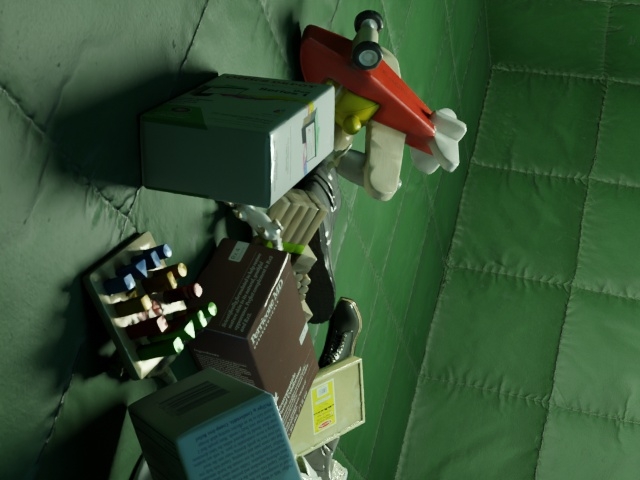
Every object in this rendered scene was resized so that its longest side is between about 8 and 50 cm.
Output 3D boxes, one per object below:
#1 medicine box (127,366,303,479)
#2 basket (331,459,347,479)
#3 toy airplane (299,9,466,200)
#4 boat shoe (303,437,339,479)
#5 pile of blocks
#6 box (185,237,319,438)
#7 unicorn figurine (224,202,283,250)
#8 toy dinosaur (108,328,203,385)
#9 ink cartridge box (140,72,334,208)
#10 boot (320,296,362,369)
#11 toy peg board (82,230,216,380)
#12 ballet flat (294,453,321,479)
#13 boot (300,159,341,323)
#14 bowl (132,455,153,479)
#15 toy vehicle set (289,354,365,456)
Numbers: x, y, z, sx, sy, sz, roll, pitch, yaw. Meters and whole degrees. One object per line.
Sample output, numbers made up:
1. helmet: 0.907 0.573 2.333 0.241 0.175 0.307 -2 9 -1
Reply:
1. medicine box: -0.134 0.355 1.322 0.149 0.263 0.289 -23 100 -23
2. basket: -0.014 0.616 2.268 0.103 0.113 0.167 66 36 -57
3. toy airplane: 0.114 -0.258 1.936 0.386 0.272 0.384 -10 72 -60
4. boat shoe: -0.031 0.507 2.197 0.116 0.123 0.324 136 -35 -60
5. pile of blocks: -0.090 0.037 1.788 0.113 0.148 0.362 -124 -148 -45
6. box: -0.117 0.192 1.675 0.381 0.143 0.191 75 32 -50
7. unicorn figurine: -0.104 -0.024 1.612 0.060 0.162 0.111 -34 172 -5
8. toy dinosaur: -0.243 0.166 1.398 0.118 0.064 0.268 -62 160 -9
9. ink cartridge box: -0.115 -0.160 1.393 0.278 0.201 0.117 -48 144 -60
10. boot: 0.047 0.256 2.350 0.137 0.076 0.198 -45 140 -53
11. toy peg board: -0.224 0.081 1.283 0.161 0.079 0.161 67 27 -15
12. ballet flat: -0.075 0.497 1.929 0.409 0.147 0.147 47 54 -56
13. boot: 0.000 0.000 2.005 0.223 0.118 0.338 -68 164 -49
14. bowl: -0.205 0.454 1.545 0.298 0.134 0.298 10 90 -73
15. toy vehicle set: -0.002 0.380 2.102 0.266 0.035 0.166 -17 110 -44
